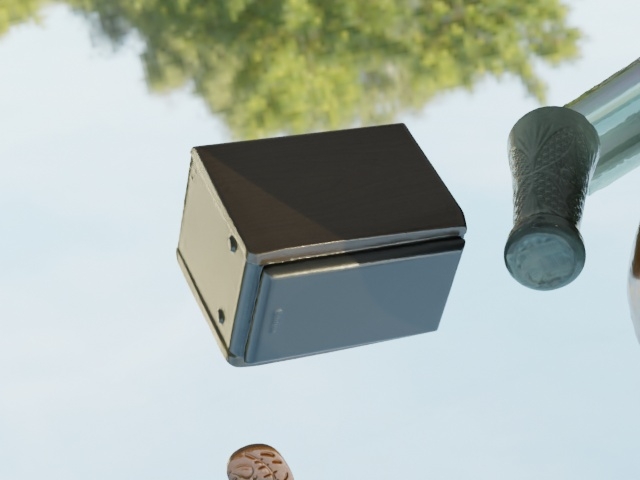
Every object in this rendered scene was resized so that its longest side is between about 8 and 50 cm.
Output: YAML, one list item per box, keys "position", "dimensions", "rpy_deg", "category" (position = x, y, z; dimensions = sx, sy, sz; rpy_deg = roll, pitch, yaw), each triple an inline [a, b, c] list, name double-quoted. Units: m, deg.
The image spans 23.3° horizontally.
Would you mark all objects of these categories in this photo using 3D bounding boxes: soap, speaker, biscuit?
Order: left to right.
- position: [-0.071, 0.265, 1.721]
  dimensions: [0.078, 0.091, 0.015]
  rpy_deg: [-25, -150, 8]
  category: "biscuit"
- position: [0.000, 0.000, 1.504]
  dimensions: [0.230, 0.153, 0.192]
  rpy_deg: [-8, -136, -23]
  category: "speaker"
- position: [0.457, -0.199, 1.912]
  dimensions: [0.347, 0.115, 0.208]
  rpy_deg: [-32, -178, 34]
  category: "soap"

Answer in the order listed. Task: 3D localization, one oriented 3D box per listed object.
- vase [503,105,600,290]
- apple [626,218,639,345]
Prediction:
- position: [0.221, -0.039, 1.502]
  dimensions: [0.096, 0.096, 0.219]
  rpy_deg: [-7, -150, 16]
  category: "vase"
- position: [0.437, 0.030, 1.324]
  dimensions: [0.338, 0.305, 0.339]
  rpy_deg: [-11, -121, 19]
  category: "apple"
